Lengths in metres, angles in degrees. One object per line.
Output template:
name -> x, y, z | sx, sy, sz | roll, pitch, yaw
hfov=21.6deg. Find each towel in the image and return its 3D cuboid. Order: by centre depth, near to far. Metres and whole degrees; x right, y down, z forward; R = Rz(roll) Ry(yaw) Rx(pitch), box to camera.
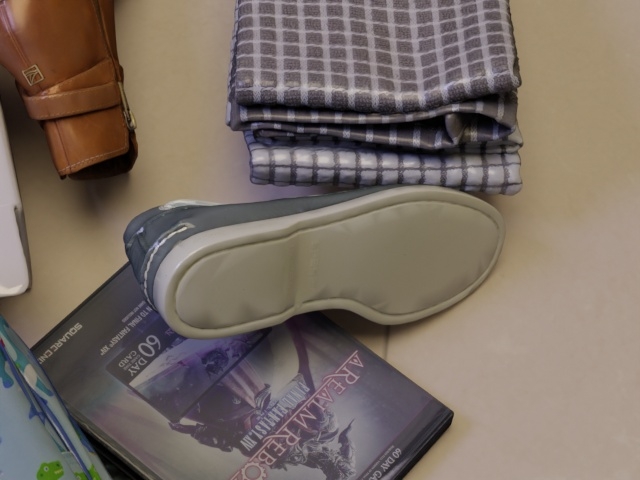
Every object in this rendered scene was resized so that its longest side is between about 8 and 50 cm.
towel -> 0.043, -0.166, 1.373 | 0.235, 0.121, 0.284 | 3, 41, -4

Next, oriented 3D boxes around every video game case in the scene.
video game case -> -0.066, 0.117, 1.259 | 0.274, 0.026, 0.196 | 36, 60, 19

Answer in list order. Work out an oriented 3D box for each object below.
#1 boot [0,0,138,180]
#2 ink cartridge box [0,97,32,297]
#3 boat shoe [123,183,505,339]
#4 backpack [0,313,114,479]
boot -> -0.189, -0.162, 1.376 | 0.109, 0.283, 0.220 | -23, 91, 11
ink cartridge box -> -0.343, -0.057, 1.296 | 0.207, 0.119, 0.353 | -10, 57, -11
boat shoe -> 0.000, 0.000, 1.267 | 0.319, 0.116, 0.099 | -8, 30, -34
backpack -> -0.278, 0.144, 1.045 | 0.290, 0.273, 0.355 | -25, 69, -11
